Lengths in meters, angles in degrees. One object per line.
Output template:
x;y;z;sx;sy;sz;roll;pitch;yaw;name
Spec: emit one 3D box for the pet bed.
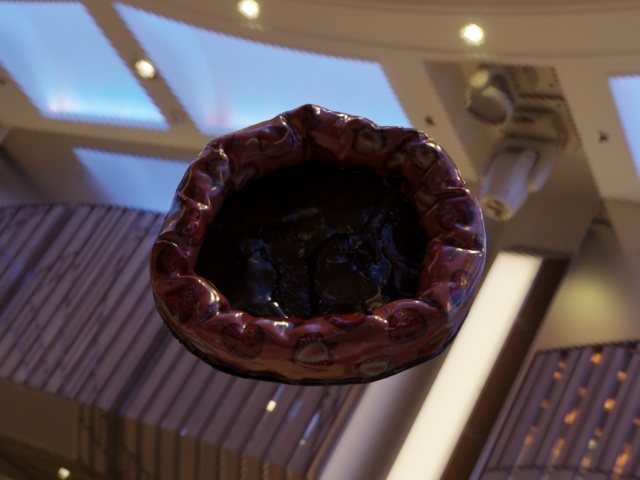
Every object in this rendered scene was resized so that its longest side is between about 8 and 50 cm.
0.000;0.000;0.676;0.201;0.201;0.053;24;-37;14;pet bed
